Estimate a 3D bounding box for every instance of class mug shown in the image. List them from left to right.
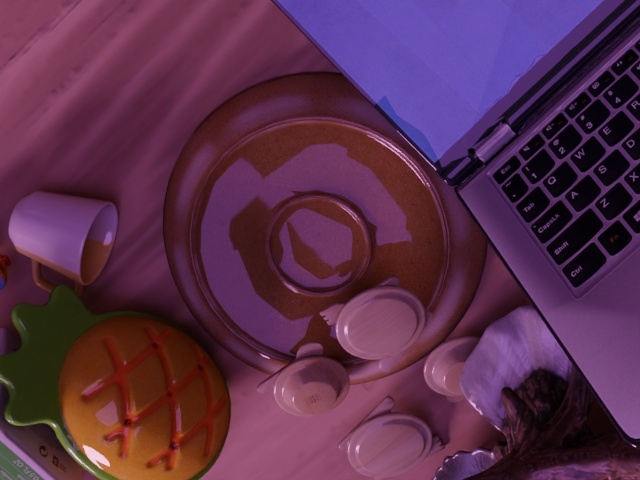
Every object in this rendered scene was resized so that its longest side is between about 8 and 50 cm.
[{"bbox_3d":[-0.189,0.001,1.017,0.064,0.062,0.078,17,90,10],"label":"mug"}]

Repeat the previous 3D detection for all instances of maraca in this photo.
[{"bbox_3d":[-0.144,0.106,1.010,0.185,0.127,0.099,29,150,-24],"label":"maraca"}]

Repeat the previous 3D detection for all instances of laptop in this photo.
[{"bbox_3d":[0.178,-0.176,0.816,0.382,0.408,0.236,-43,130,13],"label":"laptop"}]

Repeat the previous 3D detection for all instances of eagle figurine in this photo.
[{"bbox_3d":[0.175,0.218,0.990,0.226,0.298,0.225,32,70,32],"label":"eagle figurine"}]

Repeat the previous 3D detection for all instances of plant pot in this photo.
[{"bbox_3d":[0.000,0.000,1.007,0.236,0.032,0.236,2,108,7],"label":"plant pot"}]

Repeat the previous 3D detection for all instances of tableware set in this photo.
[{"bbox_3d":[0.046,0.100,1.011,0.141,0.020,0.168,-42,123,18],"label":"tableware set"}]

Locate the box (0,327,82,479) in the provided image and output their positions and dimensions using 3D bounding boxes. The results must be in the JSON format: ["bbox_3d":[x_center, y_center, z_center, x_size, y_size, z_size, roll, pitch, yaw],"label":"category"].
[{"bbox_3d":[-0.236,0.141,1.031,0.087,0.102,0.101,-26,128,15],"label":"box"}]

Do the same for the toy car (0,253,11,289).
[{"bbox_3d":[-0.240,0.048,1.059,0.040,0.060,0.122,-13,132,0],"label":"toy car"}]
